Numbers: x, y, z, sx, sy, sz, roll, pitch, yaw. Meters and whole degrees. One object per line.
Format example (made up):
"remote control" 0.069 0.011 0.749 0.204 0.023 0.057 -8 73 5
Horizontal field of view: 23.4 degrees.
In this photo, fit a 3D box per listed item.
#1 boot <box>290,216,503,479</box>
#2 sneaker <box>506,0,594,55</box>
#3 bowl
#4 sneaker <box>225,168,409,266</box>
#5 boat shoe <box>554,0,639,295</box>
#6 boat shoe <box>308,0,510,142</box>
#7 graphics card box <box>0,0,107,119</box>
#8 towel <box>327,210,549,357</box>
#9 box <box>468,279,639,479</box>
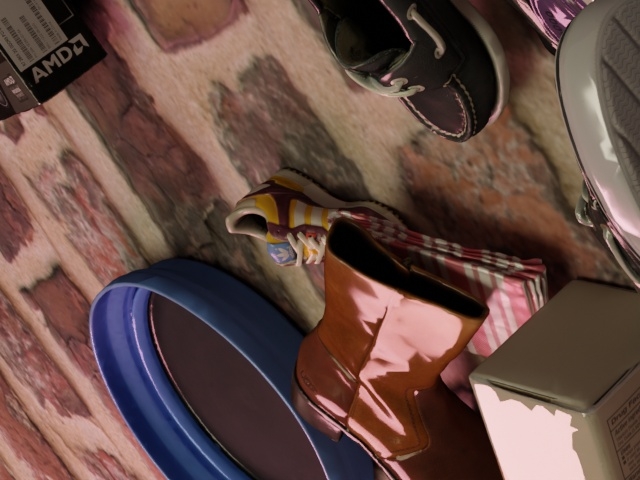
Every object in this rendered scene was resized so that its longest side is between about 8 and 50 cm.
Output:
"boot" 0.106 0.115 1.321 0.264 0.096 0.280 36 148 12
"sneaker" 0.103 -0.228 0.987 0.283 0.107 0.124 52 155 -1
"bowl" -0.097 0.188 1.709 0.391 0.077 0.391 33 145 27
"sneaker" 0.000 0.000 1.374 0.185 0.084 0.069 22 139 39
"boat shoe" 0.219 -0.018 0.988 0.119 0.121 0.335 13 147 50
"boat shoe" 0.039 -0.152 1.028 0.114 0.091 0.302 17 155 39
"graphics card box" -0.375 -0.292 1.499 0.371 0.094 0.233 54 160 -15
"towel" 0.107 0.042 1.286 0.197 0.029 0.144 17 149 29
"box" 0.241 0.200 1.212 0.121 0.148 0.311 13 131 47
